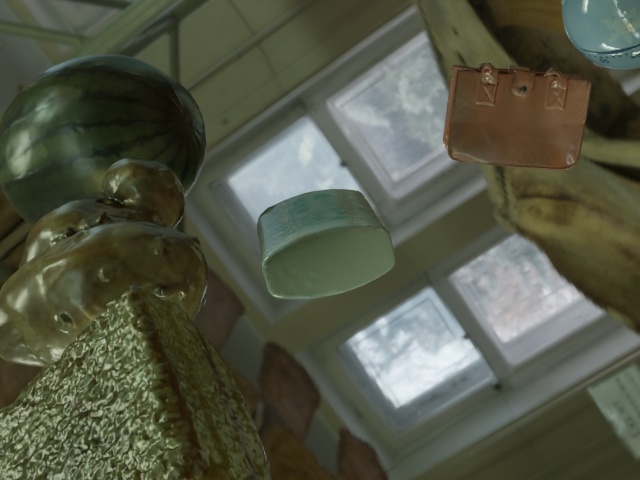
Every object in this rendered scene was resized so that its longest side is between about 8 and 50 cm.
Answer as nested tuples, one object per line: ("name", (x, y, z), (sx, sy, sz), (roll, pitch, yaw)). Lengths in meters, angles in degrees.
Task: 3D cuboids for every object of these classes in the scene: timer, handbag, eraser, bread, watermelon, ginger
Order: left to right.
("watermelon", (-0.347, -0.137, 1.494), (0.279, 0.359, 0.279), (32, -131, -45))
("bread", (-0.155, 0.176, 0.677), (0.110, 0.234, 0.184), (36, -161, -45))
("ginger", (-0.238, 0.024, 1.057), (0.155, 0.244, 0.304), (52, -171, -30))
("eraser", (0.000, 0.000, 1.487), (0.290, 0.189, 0.104), (-112, 12, -76))
("handbag", (0.304, -0.195, 1.518), (0.059, 0.212, 0.157), (-94, 8, -67))
("timer", (0.360, -0.334, 1.195), (0.255, 0.175, 0.175), (62, -170, -19))
